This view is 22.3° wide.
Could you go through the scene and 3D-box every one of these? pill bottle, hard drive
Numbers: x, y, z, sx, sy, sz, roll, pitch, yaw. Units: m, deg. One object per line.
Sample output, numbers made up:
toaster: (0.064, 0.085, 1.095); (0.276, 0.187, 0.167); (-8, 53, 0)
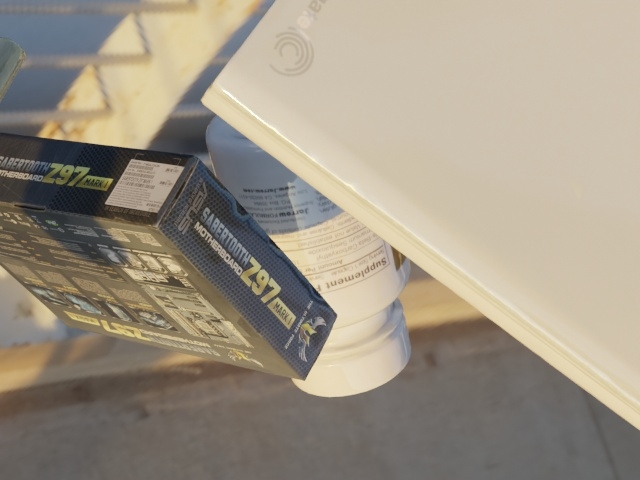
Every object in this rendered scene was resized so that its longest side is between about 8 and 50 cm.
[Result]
pill bottle: (0.000, 0.000, 1.272); (0.131, 0.131, 0.229); (-41, 126, -42)
hard drive: (0.123, -0.057, 0.812); (0.307, 0.040, 0.203); (37, 73, -5)

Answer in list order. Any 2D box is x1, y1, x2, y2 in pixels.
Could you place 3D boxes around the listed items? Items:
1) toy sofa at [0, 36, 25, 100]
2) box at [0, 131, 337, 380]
toy sofa: (-0.307, -0.186, 1.102); (0.177, 0.362, 0.150); (13, 60, 18)
box: (-0.128, 0.007, 1.075); (0.183, 0.232, 0.059); (50, 60, -43)
